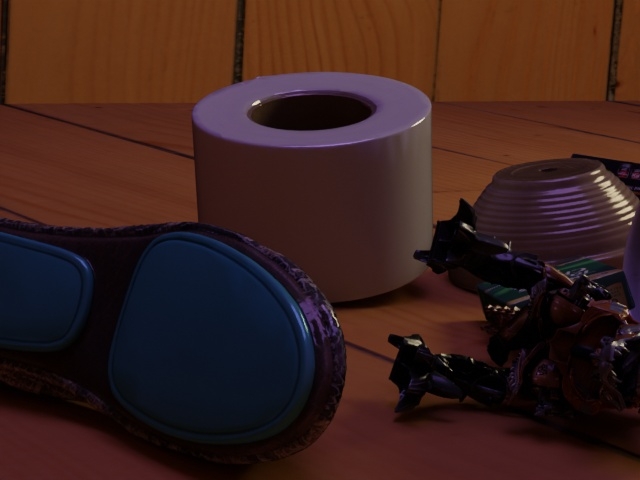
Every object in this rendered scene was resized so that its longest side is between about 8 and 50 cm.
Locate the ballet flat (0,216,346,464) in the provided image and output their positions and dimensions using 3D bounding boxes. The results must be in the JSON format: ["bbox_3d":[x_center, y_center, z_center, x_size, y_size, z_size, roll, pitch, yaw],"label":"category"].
[{"bbox_3d":[-0.128,0.068,1.435,0.483,0.164,0.182,10,-9,39],"label":"ballet flat"}]

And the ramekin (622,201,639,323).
[{"bbox_3d":[0.366,0.024,1.682,0.109,0.207,0.207,11,7,-22],"label":"ramekin"}]

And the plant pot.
[{"bbox_3d":[0.249,-0.023,2.037,0.237,0.109,0.237,-7,13,2],"label":"plant pot"}]

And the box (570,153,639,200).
[{"bbox_3d":[0.402,-0.026,2.156,0.220,0.051,0.175,11,-19,35],"label":"box"}]

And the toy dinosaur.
[{"bbox_3d":[0.175,0.088,1.517,0.218,0.164,0.322,16,-20,-11],"label":"toy dinosaur"}]

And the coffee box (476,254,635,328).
[{"bbox_3d":[0.215,0.052,1.770,0.113,0.040,0.184,-16,6,-2],"label":"coffee box"}]

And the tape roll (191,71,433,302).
[{"bbox_3d":[-0.006,-0.058,1.947,0.246,0.169,0.246,-2,21,1],"label":"tape roll"}]
